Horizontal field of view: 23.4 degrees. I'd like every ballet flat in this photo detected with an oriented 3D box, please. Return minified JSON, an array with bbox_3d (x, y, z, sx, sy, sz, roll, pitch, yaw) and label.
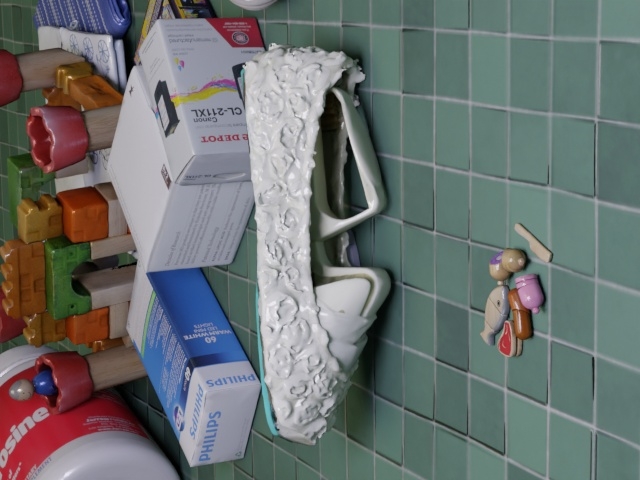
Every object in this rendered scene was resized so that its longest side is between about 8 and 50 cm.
[{"bbox_3d":[0.000,0.000,1.529,0.147,0.147,0.409,-10,85,64],"label":"ballet flat"}]

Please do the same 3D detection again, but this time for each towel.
[{"bbox_3d":[-0.355,-0.331,2.301,0.336,0.040,0.243,-53,51,56],"label":"towel"}]

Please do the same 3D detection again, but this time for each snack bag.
[{"bbox_3d":[-0.348,-0.159,2.267,0.342,0.037,0.323,24,122,58],"label":"snack bag"}]

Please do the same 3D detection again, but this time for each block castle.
[{"bbox_3d":[-0.375,-0.015,2.111,0.303,0.212,0.453,38,133,47],"label":"block castle"}]

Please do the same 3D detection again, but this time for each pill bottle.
[{"bbox_3d":[-0.369,0.309,2.233,0.407,0.229,0.229,38,129,56],"label":"pill bottle"}]

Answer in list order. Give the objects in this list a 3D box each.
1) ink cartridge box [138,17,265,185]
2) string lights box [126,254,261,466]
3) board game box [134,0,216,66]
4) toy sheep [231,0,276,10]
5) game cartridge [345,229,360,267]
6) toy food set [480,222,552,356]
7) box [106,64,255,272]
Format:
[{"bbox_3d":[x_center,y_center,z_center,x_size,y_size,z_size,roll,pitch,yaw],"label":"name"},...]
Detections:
[{"bbox_3d":[-0.117,-0.158,1.736,0.072,0.127,0.175,-47,54,54],"label":"ink cartridge box"},{"bbox_3d":[-0.166,0.145,1.957,0.260,0.076,0.133,58,144,42],"label":"string lights box"},{"bbox_3d":[-0.180,-0.240,1.938,0.170,0.048,0.141,114,143,-46],"label":"board game box"},{"bbox_3d":[-0.072,-0.295,1.662,0.132,0.091,0.091,61,-165,-75],"label":"toy sheep"},{"bbox_3d":[0.024,0.031,1.616,0.056,0.017,0.083,165,98,-67],"label":"game cartridge"},{"bbox_3d":[0.164,0.051,1.328,0.078,0.019,0.122,49,137,50],"label":"toy food set"},{"bbox_3d":[-0.165,-0.089,1.859,0.181,0.119,0.182,65,148,34],"label":"box"}]
